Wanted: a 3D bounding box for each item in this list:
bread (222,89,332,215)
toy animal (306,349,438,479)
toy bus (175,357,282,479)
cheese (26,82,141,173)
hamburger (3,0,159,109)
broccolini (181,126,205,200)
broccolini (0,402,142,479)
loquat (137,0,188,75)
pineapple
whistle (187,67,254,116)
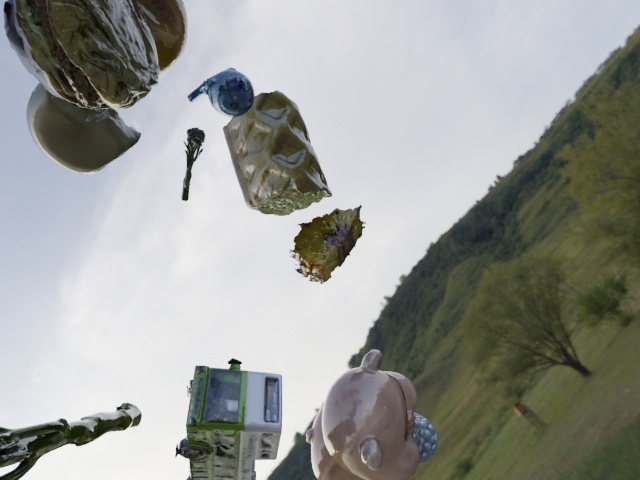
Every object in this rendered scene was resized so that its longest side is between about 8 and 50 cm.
[{"bbox_3d":[-0.099,-0.187,1.089,0.196,0.252,0.238,-10,-10,-45],"label":"bread"},{"bbox_3d":[0.074,0.346,0.868,0.221,0.210,0.229,-24,-49,27],"label":"toy animal"},{"bbox_3d":[-0.140,0.312,0.727,0.139,0.113,0.301,5,-47,-8],"label":"toy bus"},{"bbox_3d":[-0.479,-0.223,0.927,0.175,0.091,0.202,-25,-44,11],"label":"cheese"},{"bbox_3d":[-0.301,-0.263,0.608,0.130,0.206,0.183,-14,-59,8],"label":"hamburger"},{"bbox_3d":[-0.216,-0.125,0.795,0.030,0.035,0.140,-67,-4,-56],"label":"broccolini"},{"bbox_3d":[-0.301,0.213,0.518,0.079,0.074,0.392,-45,-10,-13],"label":"broccolini"},{"bbox_3d":[-0.350,-0.411,0.882,0.213,0.213,0.213,-33,-31,-22],"label":"loquat"},{"bbox_3d":[0.000,0.001,1.056,0.233,0.135,0.079,-48,-47,-44],"label":"pineapple"},{"bbox_3d":[-0.172,-0.262,0.856,0.090,0.090,0.158,-20,7,-38],"label":"whistle"}]
